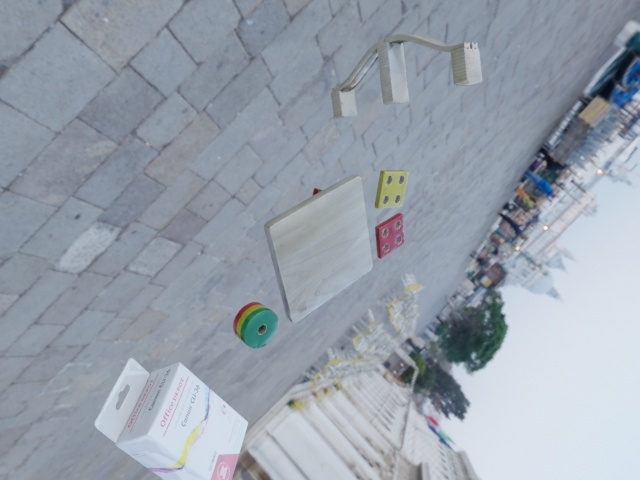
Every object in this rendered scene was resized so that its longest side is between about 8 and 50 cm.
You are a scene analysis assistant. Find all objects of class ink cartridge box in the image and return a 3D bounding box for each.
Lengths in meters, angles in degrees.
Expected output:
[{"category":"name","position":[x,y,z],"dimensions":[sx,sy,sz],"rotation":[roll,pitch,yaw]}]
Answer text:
[{"category":"ink cartridge box","position":[-0.196,0.253,0.718],"dimensions":[0.067,0.198,0.115],"rotation":[-24,-149,27]}]

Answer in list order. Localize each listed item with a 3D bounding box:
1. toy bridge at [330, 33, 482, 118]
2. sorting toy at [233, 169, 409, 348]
[{"category":"toy bridge","position":[0.072,-0.169,0.522],"dimensions":[0.026,0.063,0.188],"rotation":[-14,-171,-37]},{"category":"sorting toy","position":[0.000,0.000,0.611],"dimensions":[0.274,0.046,0.133],"rotation":[-32,128,-29]}]
